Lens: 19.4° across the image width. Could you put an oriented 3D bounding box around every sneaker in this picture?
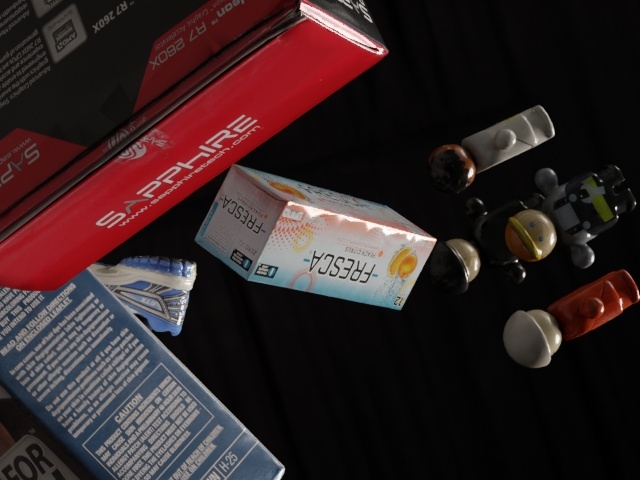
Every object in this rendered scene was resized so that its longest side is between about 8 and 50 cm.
[{"bbox_3d":[-0.140,0.043,1.214,0.135,0.058,0.052,-6,169,40],"label":"sneaker"}]

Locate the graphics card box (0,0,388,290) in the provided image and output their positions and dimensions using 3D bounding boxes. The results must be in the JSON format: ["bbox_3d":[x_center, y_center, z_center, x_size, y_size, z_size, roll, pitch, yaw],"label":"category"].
[{"bbox_3d":[-0.137,-0.187,0.978,0.233,0.371,0.094,-35,153,22],"label":"graphics card box"}]

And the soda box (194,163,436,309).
[{"bbox_3d":[0.000,0.000,1.292,0.058,0.063,0.183,35,-167,36],"label":"soda box"}]

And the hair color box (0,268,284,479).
[{"bbox_3d":[-0.205,0.076,1.150,0.105,0.347,0.174,-46,-177,-38],"label":"hair color box"}]

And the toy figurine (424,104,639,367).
[{"bbox_3d":[0.199,-0.006,1.837,0.148,0.209,0.213,-27,-132,-17],"label":"toy figurine"}]
